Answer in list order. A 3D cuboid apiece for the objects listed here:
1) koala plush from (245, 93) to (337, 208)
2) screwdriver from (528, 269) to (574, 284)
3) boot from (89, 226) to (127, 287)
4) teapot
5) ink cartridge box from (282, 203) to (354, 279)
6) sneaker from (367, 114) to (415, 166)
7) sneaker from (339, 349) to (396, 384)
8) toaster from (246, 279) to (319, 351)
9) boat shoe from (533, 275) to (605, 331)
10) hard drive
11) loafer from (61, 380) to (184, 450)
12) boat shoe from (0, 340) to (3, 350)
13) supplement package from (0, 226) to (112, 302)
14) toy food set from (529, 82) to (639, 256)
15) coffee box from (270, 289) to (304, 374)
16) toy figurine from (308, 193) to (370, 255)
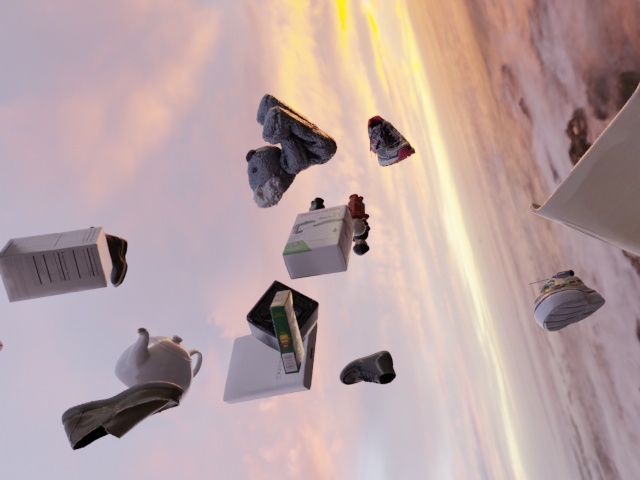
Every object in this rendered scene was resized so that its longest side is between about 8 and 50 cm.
[{"bbox_3d":[-0.092,-0.188,1.190,0.203,0.221,0.196,28,-162,-24],"label":"koala plush"},{"bbox_3d":[0.645,0.105,1.422,0.170,0.024,0.025,151,116,-68],"label":"screwdriver"},{"bbox_3d":[-0.742,0.057,1.734,0.137,0.076,0.198,35,-150,-48],"label":"boot"},{"bbox_3d":[-0.485,0.379,1.555,0.252,0.187,0.256,35,166,-13],"label":"teapot"},{"bbox_3d":[0.000,0.000,1.391,0.219,0.160,0.093,-76,-28,-56],"label":"ink cartridge box"},{"bbox_3d":[0.218,-0.332,1.685,0.299,0.120,0.112,-120,6,-61],"label":"sneaker"},{"bbox_3d":[0.173,0.503,1.890,0.083,0.222,0.118,55,-169,-27],"label":"sneaker"},{"bbox_3d":[-0.114,0.236,1.501,0.186,0.168,0.110,-52,-25,-32],"label":"toaster"},{"bbox_3d":[0.541,0.135,1.134,0.302,0.109,0.094,6,-142,-47],"label":"boat shoe"},{"bbox_3d":[-0.169,0.405,1.681,0.047,0.352,0.233,40,-137,-38],"label":"hard drive"},{"bbox_3d":[-0.397,0.361,1.029,0.094,0.251,0.087,74,177,-55],"label":"loafer"},{"bbox_3d":[-0.762,0.235,0.913,0.123,0.341,0.123,63,179,4],"label":"boat shoe"},{"bbox_3d":[-0.711,0.061,1.369,0.139,0.243,0.134,-123,27,-64],"label":"supplement package"},{"bbox_3d":[0.514,-0.112,0.797,0.306,0.219,0.092,111,-178,-46],"label":"toy food set"},{"bbox_3d":[-0.082,0.230,1.276,0.113,0.040,0.184,-67,-34,-76],"label":"coffee box"},{"bbox_3d":[0.064,-0.043,1.699,0.213,0.209,0.148,72,-163,-60],"label":"toy figurine"}]
